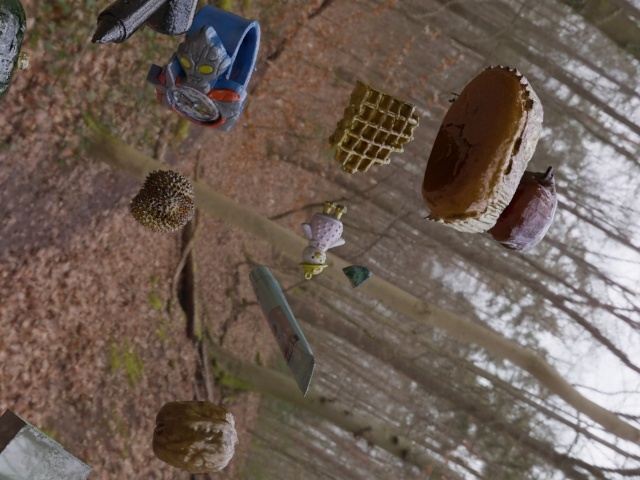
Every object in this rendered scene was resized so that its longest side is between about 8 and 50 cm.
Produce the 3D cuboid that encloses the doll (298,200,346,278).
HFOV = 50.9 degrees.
[{"bbox_3d":[0.000,0.000,1.700,0.081,0.129,0.207,18,-93,65],"label":"doll"}]

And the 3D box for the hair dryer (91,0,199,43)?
[{"bbox_3d":[-0.301,-0.393,1.137,0.352,0.107,0.189,-67,-177,-46],"label":"hair dryer"}]

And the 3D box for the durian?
[{"bbox_3d":[-0.379,-0.096,1.646,0.168,0.137,0.158,33,85,-49],"label":"durian"}]

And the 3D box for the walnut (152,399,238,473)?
[{"bbox_3d":[-0.138,0.216,0.747,0.079,0.096,0.082,-91,-160,-45],"label":"walnut"}]

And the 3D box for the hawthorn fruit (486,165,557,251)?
[{"bbox_3d":[0.539,-0.099,1.796,0.248,0.208,0.208,-48,-171,26],"label":"hawthorn fruit"}]

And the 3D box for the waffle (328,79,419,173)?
[{"bbox_3d":[0.131,-0.255,1.648,0.057,0.229,0.219,46,-65,44],"label":"waffle"}]

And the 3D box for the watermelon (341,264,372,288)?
[{"bbox_3d":[0.101,0.102,1.806,0.085,0.085,0.061,-67,174,-58],"label":"watermelon"}]

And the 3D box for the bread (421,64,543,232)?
[{"bbox_3d":[0.368,-0.211,1.528,0.236,0.183,0.388,4,-107,46],"label":"bread"}]

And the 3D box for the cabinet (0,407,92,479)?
[{"bbox_3d":[-0.494,0.400,1.057,0.145,0.150,0.206,-3,-135,55],"label":"cabinet"}]

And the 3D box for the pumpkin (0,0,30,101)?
[{"bbox_3d":[-0.460,-0.259,0.877,0.146,0.190,0.190,1,130,-43],"label":"pumpkin"}]

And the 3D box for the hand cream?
[{"bbox_3d":[-0.072,0.164,1.342,0.331,0.058,0.085,55,-46,49],"label":"hand cream"}]

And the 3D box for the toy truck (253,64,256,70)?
[{"bbox_3d":[-0.231,-0.501,1.915,0.090,0.056,0.073,-20,-156,0],"label":"toy truck"}]

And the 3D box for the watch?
[{"bbox_3d":[-0.257,-0.451,1.620,0.305,0.241,0.274,111,2,-59],"label":"watch"}]
